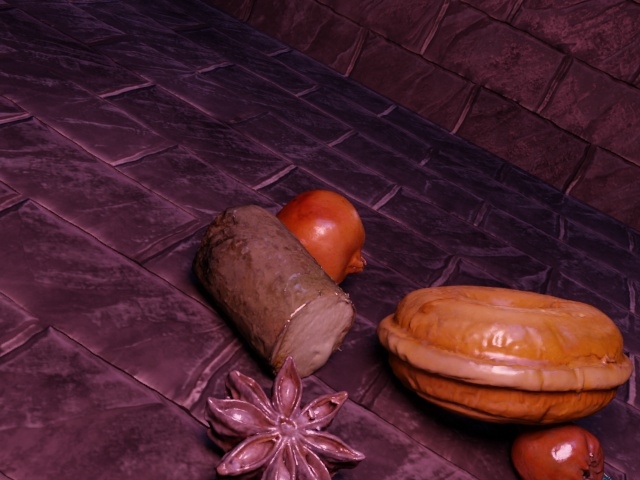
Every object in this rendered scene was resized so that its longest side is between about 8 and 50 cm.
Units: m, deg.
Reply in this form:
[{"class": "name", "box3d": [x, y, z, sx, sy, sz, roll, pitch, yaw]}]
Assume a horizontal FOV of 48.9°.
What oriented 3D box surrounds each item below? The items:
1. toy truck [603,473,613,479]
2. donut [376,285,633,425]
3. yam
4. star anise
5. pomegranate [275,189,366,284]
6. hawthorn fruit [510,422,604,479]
[{"class": "toy truck", "box3d": [0.506, 0.441, 1.261, 0.083, 0.044, 0.039, 40, 34, 26]}, {"class": "donut", "box3d": [0.322, 0.193, 1.267, 0.449, 0.198, 0.449, 6, 7, -1]}, {"class": "yam", "box3d": [-0.089, 0.081, 1.249, 0.195, 0.195, 0.300, -6, 42, -44]}, {"class": "star anise", "box3d": [-0.060, 0.288, 1.009, 0.223, 0.109, 0.235, 0, 53, -25]}, {"class": "pomegranate", "box3d": [-0.006, -0.003, 1.437, 0.209, 0.209, 0.209, 19, 29, -11]}, {"class": "hawthorn fruit", "box3d": [0.400, 0.378, 1.216, 0.149, 0.149, 0.189, 18, -11, -13]}]
